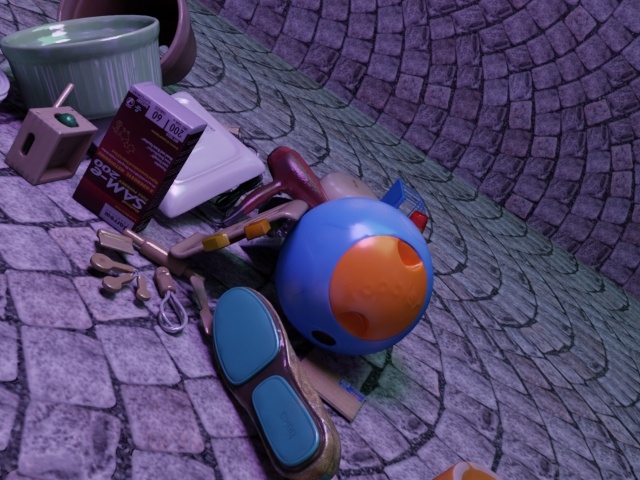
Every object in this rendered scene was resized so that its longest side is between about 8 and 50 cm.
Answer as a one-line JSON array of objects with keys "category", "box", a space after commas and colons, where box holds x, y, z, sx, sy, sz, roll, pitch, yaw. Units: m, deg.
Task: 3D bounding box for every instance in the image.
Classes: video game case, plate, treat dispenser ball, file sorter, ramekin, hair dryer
[{"category": "video game case", "box": [-0.063, 0.021, 1.522, 0.157, 0.019, 0.143, 18, -12, -39]}, {"category": "plate", "box": [-0.287, -0.196, 1.503, 0.277, 0.045, 0.278, 43, 46, 16]}, {"category": "treat dispenser ball", "box": [0.061, 0.065, 1.350, 0.288, 0.288, 0.288, 30, 21, -13]}, {"category": "file sorter", "box": [0.246, -0.090, 2.225, 0.105, 0.118, 0.170, 34, 20, -12]}, {"category": "ramekin", "box": [-0.461, -0.345, 1.471, 0.304, 0.148, 0.303, -4, 26, 2]}, {"category": "hair dryer", "box": [-0.111, -0.108, 1.617, 0.294, 0.223, 0.080, 13, -20, -4]}]

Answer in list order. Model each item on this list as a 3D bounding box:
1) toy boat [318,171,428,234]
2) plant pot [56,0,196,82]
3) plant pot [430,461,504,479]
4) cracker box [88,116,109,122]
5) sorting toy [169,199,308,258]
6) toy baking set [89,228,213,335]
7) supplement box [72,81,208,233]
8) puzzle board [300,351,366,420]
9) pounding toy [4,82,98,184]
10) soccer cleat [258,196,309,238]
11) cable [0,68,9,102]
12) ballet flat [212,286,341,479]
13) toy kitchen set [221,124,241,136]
[{"category": "toy boat", "box": [0.123, -0.055, 1.957, 0.318, 0.148, 0.267, 24, 17, -9]}, {"category": "plant pot", "box": [-0.454, -0.520, 1.885, 0.323, 0.323, 0.280, 39, 4, 10]}, {"category": "plant pot", "box": [0.164, 0.390, 0.937, 0.205, 0.188, 0.205, 31, 21, -13]}, {"category": "cracker box", "box": [-0.367, -0.201, 1.588, 0.232, 0.067, 0.156, 42, 22, 14]}, {"category": "sorting toy", "box": [-0.142, -0.009, 1.296, 0.307, 0.229, 0.041, -62, 133, -80]}, {"category": "toy baking set", "box": [-0.266, 0.070, 1.211, 0.256, 0.030, 0.196, 32, 23, -9]}, {"category": "supplement box", "box": [-0.315, -0.139, 1.285, 0.130, 0.239, 0.073, 36, 22, 2]}, {"category": "puzzle board", "box": [0.015, 0.250, 1.271, 0.128, 0.011, 0.096, 38, 19, 7]}, {"category": "pounding toy", "box": [-0.469, -0.189, 1.299, 0.100, 0.141, 0.130, 38, 20, 7]}, {"category": "soccer cleat", "box": [0.000, 0.000, 1.702, 0.318, 0.108, 0.116, 25, -7, -6]}, {"category": "cable", "box": [-0.680, -0.293, 1.279, 0.257, 0.089, 0.257, 29, 21, -19]}, {"category": "ballet flat", "box": [-0.067, 0.215, 1.098, 0.123, 0.123, 0.348, 17, 27, -40]}, {"category": "toy kitchen set", "box": [-0.253, -0.255, 1.950, 0.083, 0.075, 0.068, 1, 67, -1]}]
